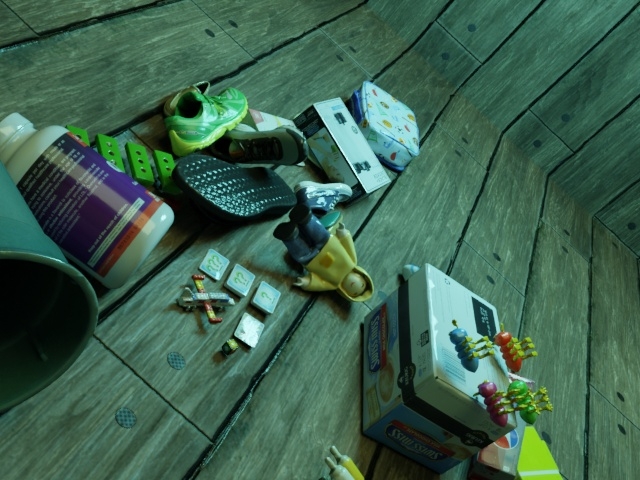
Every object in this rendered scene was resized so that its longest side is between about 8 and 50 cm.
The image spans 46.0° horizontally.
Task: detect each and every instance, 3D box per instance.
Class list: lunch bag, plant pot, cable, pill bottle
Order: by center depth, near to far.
[{"bbox_3d":[-0.514,0.020,0.995,0.341,0.341,0.334,5,40,-46],"label":"plant pot"},{"bbox_3d":[-0.430,-0.073,1.310,0.323,0.181,0.181,38,32,-11],"label":"pill bottle"},{"bbox_3d":[0.094,0.503,1.339,0.287,0.072,0.139,41,37,-6],"label":"cable"},{"bbox_3d":[0.200,-0.382,2.474,0.243,0.115,0.303,25,37,-24],"label":"lunch bag"}]

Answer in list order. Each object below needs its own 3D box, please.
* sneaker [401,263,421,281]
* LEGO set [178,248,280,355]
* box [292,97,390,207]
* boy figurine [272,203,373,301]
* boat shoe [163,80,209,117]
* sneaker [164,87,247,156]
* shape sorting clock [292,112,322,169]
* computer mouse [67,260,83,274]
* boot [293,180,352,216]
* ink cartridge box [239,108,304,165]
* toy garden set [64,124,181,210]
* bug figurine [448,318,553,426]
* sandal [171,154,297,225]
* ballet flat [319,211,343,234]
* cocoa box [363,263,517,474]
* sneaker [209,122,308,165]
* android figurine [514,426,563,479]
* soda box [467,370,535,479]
[{"bbox_3d":[0.267,0.152,1.955,0.086,0.085,0.237,-22,50,-12],"label":"sneaker"},{"bbox_3d":[-0.177,0.116,1.501,0.182,0.060,0.244,35,33,-8],"label":"LEGO set"},{"bbox_3d":[0.063,-0.251,2.126,0.290,0.087,0.169,60,32,2],"label":"box"},{"bbox_3d":[0.013,0.050,1.716,0.285,0.177,0.092,48,-11,-28],"label":"boy figurine"},{"bbox_3d":[-0.327,-0.353,1.864,0.068,0.072,0.190,38,32,-10],"label":"boat shoe"},{"bbox_3d":[-0.268,-0.309,1.794,0.123,0.109,0.295,66,32,-23],"label":"sneaker"},{"bbox_3d":[-0.006,-0.280,2.179,0.206,0.040,0.206,33,41,-34],"label":"shape sorting clock"},{"bbox_3d":[-0.507,0.029,1.248,0.242,0.041,0.071,28,25,-13],"label":"computer mouse"},{"bbox_3d":[0.016,-0.101,1.980,0.190,0.069,0.086,0,59,-39],"label":"boot"},{"bbox_3d":[-0.115,-0.273,2.019,0.198,0.067,0.115,8,46,-45],"label":"ink cartridge box"},{"bbox_3d":[-0.397,-0.119,1.535,0.244,0.049,0.204,13,41,-41],"label":"toy garden set"},{"bbox_3d":[0.350,0.260,1.482,0.279,0.072,0.216,12,51,-49],"label":"bug figurine"},{"bbox_3d":[-0.193,-0.090,1.703,0.167,0.107,0.445,53,20,16],"label":"sandal"},{"bbox_3d":[0.000,0.000,1.846,0.232,0.080,0.073,-42,115,-56],"label":"ballet flat"},{"bbox_3d":[0.245,0.274,1.631,0.231,0.228,0.347,33,34,-21],"label":"cocoa box"},{"bbox_3d":[-0.146,-0.218,1.800,0.108,0.271,0.100,-38,127,-48],"label":"sneaker"},{"bbox_3d":[0.481,0.526,1.774,0.248,0.056,0.273,11,44,-42],"label":"android figurine"},{"bbox_3d":[0.409,0.423,1.702,0.092,0.083,0.263,20,46,9],"label":"soda box"}]
